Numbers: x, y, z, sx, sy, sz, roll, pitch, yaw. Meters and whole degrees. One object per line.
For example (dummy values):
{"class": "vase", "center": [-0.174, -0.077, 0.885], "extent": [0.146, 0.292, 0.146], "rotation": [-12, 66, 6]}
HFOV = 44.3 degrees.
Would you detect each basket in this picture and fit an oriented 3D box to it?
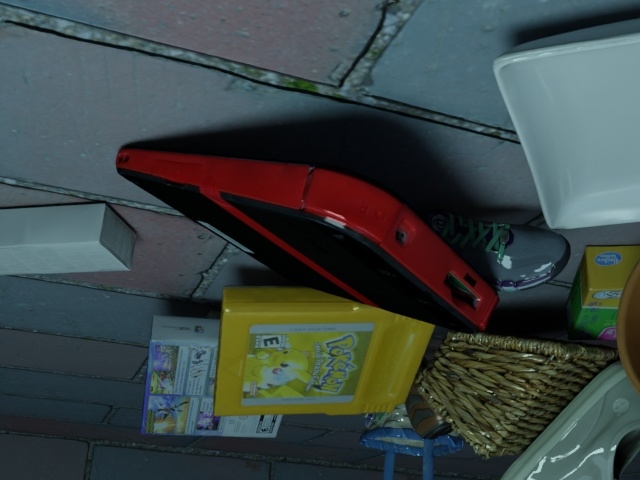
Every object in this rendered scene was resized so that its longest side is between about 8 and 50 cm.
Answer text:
{"class": "basket", "center": [0.327, 0.201, 1.301], "extent": [0.299, 0.213, 0.223], "rotation": [11, 117, -48]}
{"class": "basket", "center": [0.195, 0.462, 1.759], "extent": [0.201, 0.289, 0.255], "rotation": [9, 155, -15]}

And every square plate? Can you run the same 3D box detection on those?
{"class": "square plate", "center": [0.360, -0.114, 0.720], "extent": [0.344, 0.049, 0.347], "rotation": [-8, 155, 21]}

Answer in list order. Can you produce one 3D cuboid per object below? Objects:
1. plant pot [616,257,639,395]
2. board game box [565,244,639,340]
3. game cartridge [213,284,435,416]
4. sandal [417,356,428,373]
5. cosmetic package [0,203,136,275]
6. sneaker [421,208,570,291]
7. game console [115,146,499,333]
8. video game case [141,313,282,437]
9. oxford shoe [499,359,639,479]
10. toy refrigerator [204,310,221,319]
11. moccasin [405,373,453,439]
{"class": "plant pot", "center": [0.520, 0.113, 0.891], "extent": [0.203, 0.291, 0.290], "rotation": [31, 145, -33]}
{"class": "board game box", "center": [0.528, 0.078, 1.125], "extent": [0.316, 0.064, 0.242], "rotation": [-2, 156, 10]}
{"class": "game cartridge", "center": [0.000, 0.181, 1.226], "extent": [0.323, 0.053, 0.285], "rotation": [2, 135, -9]}
{"class": "sandal", "center": [0.060, 0.252, 1.538], "extent": [0.302, 0.086, 0.120], "rotation": [1, 157, -5]}
{"class": "cosmetic package", "center": [-0.376, 0.001, 1.037], "extent": [0.238, 0.061, 0.099], "rotation": [-2, 154, 11]}
{"class": "sneaker", "center": [0.179, 0.005, 0.941], "extent": [0.223, 0.083, 0.098], "rotation": [0, 151, 39]}
{"class": "game console", "center": [0.000, 0.000, 0.908], "extent": [0.342, 0.060, 0.386], "rotation": [15, 166, 37]}
{"class": "video game case", "center": [-0.173, 0.237, 1.337], "extent": [0.244, 0.061, 0.270], "rotation": [4, 134, -13]}
{"class": "oxford shoe", "center": [0.387, 0.391, 1.256], "extent": [0.449, 0.130, 0.169], "rotation": [-53, 144, 14]}
{"class": "toy refrigerator", "center": [-0.190, 0.220, 1.485], "extent": [0.102, 0.094, 0.269], "rotation": [10, 155, -17]}
{"class": "moccasin", "center": [0.306, 0.287, 1.543], "extent": [0.380, 0.147, 0.139], "rotation": [-4, 147, -35]}
